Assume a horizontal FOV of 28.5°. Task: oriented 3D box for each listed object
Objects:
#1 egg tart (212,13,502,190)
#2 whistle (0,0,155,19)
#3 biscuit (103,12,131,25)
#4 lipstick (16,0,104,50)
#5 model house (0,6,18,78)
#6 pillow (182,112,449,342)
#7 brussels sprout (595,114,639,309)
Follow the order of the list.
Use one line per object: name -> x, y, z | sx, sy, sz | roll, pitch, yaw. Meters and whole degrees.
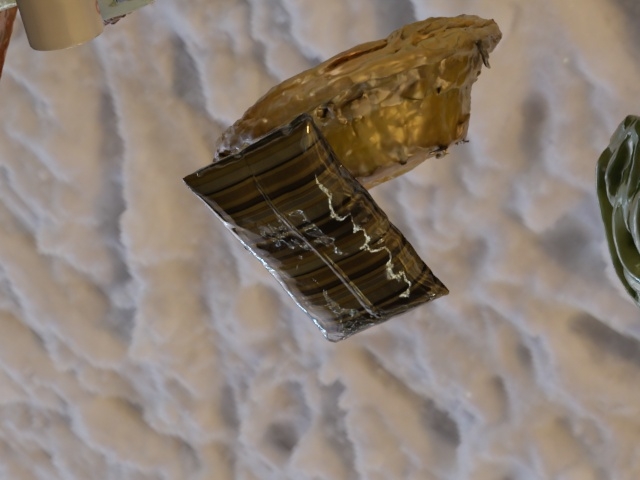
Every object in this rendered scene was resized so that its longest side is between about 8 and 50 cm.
egg tart -> 0.043, -0.108, 1.165 | 0.295, 0.295, 0.116 | -24, 92, 52
whistle -> -0.119, -0.193, 0.768 | 0.110, 0.244, 0.092 | 86, 162, -81
biscuit -> -0.231, -0.310, 1.563 | 0.025, 0.126, 0.206 | 46, 180, -19
lipstick -> -0.135, -0.155, 0.586 | 0.038, 0.038, 0.130 | 11, 126, 36
model house -> -0.415, -0.196, 1.221 | 0.237, 0.202, 0.237 | 7, 179, 4
pillow -> 0.000, 0.000, 0.934 | 0.113, 0.038, 0.203 | -25, 127, 23
brussels sprout -> 0.481, -0.036, 1.173 | 0.342, 0.425, 0.361 | 46, 167, 44
